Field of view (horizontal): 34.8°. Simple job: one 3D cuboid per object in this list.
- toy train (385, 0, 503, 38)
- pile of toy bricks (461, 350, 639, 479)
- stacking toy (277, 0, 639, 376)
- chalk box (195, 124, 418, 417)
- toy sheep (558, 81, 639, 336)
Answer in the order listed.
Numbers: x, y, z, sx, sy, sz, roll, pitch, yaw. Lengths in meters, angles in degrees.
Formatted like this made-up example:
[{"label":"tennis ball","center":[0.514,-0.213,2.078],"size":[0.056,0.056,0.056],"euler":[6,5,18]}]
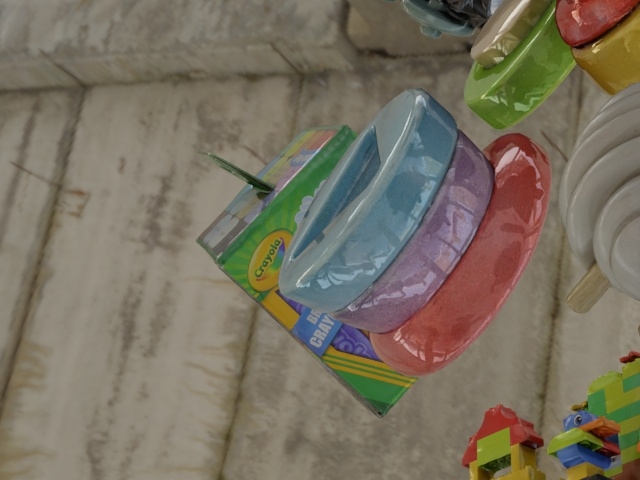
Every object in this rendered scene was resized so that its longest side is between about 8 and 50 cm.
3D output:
[{"label":"toy train","center":[0.135,-0.298,1.035],"size":[0.334,0.190,0.142],"euler":[50,-52,46]},{"label":"pile of toy bricks","center":[0.195,0.121,0.646],"size":[0.212,0.118,0.105],"euler":[-36,-142,43]},{"label":"stacking toy","center":[0.073,-0.095,0.594],"size":[0.130,0.279,0.309],"euler":[33,-82,-10]},{"label":"chalk box","center":[0.000,0.000,1.015],"size":[0.179,0.289,0.180],"euler":[-46,-165,-5]},{"label":"toy sheep","center":[0.132,-0.013,0.386],"size":[0.091,0.091,0.132],"euler":[-19,-143,21]}]
